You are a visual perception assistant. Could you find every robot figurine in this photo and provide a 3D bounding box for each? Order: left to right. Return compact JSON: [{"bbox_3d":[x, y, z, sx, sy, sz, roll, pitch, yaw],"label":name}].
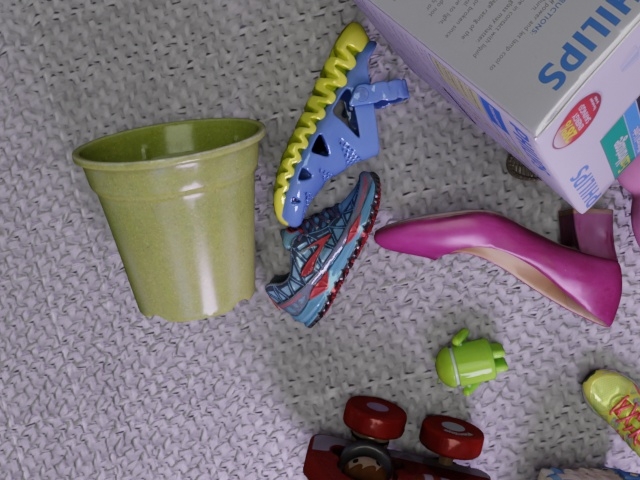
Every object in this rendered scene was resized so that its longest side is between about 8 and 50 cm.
[{"bbox_3d":[0.233,0.192,1.372,0.115,0.067,0.101,-13,105,5],"label":"robot figurine"}]

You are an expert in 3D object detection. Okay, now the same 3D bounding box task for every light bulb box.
[{"bbox_3d":[0.250,-0.262,1.108,0.225,0.358,0.361,-48,64,8],"label":"light bulb box"}]

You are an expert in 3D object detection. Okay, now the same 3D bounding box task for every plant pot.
[{"bbox_3d":[-0.201,-0.029,1.290,0.276,0.276,0.254,-6,109,4],"label":"plant pot"}]

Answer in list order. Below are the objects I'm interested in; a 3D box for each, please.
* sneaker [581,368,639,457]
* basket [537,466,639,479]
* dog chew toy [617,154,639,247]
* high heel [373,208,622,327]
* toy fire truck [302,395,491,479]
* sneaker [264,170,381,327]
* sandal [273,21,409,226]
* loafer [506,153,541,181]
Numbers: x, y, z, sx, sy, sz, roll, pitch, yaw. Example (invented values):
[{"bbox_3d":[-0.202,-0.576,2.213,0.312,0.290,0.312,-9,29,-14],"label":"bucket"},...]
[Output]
[{"bbox_3d":[0.493,0.282,1.356,0.208,0.094,0.081,44,99,-1],"label":"sneaker"},{"bbox_3d":[0.458,0.465,1.329,0.289,0.201,0.255,16,94,-6],"label":"basket"},{"bbox_3d":[0.515,-0.115,1.257,0.206,0.206,0.332,-27,88,6],"label":"dog chew toy"},{"bbox_3d":[0.270,0.046,1.315,0.377,0.127,0.181,-2,87,0],"label":"high heel"},{"bbox_3d":[0.124,0.365,1.306,0.302,0.254,0.169,13,98,1],"label":"toy fire truck"},{"bbox_3d":[0.000,0.000,1.343,0.125,0.104,0.262,29,97,3],"label":"sneaker"},{"bbox_3d":[0.030,-0.159,1.305,0.138,0.126,0.317,26,93,-7],"label":"sandal"},{"bbox_3d":[0.359,-0.121,1.336,0.148,0.050,0.056,-3,94,19],"label":"loafer"}]
